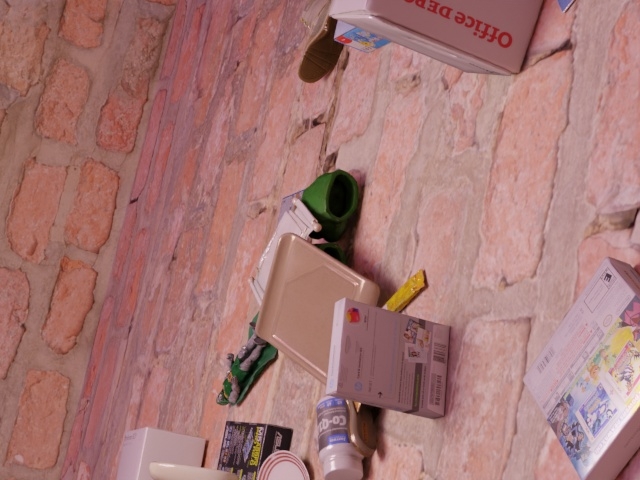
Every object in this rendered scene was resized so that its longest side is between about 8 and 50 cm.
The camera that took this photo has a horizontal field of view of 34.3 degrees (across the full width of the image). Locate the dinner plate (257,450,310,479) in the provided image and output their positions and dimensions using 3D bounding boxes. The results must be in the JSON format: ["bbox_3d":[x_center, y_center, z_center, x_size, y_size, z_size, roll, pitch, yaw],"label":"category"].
[{"bbox_3d":[-0.065,0.458,1.903,0.141,0.017,0.141,-12,72,42],"label":"dinner plate"}]

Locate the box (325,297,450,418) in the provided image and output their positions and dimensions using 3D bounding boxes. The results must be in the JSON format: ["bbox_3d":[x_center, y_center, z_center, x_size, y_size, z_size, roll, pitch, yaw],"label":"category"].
[{"bbox_3d":[0.104,0.178,1.551,0.038,0.186,0.145,-31,48,57],"label":"box"}]

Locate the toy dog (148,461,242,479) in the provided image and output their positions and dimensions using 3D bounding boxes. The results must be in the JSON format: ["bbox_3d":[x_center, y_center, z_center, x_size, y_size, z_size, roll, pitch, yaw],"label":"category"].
[{"bbox_3d":[-0.130,0.608,1.734,0.395,0.284,0.408,3,72,21],"label":"toy dog"}]

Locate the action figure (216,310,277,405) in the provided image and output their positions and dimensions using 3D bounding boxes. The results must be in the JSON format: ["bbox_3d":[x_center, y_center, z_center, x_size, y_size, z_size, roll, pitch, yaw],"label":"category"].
[{"bbox_3d":[-0.172,0.281,2.248,0.232,0.063,0.137,-62,29,32],"label":"action figure"}]

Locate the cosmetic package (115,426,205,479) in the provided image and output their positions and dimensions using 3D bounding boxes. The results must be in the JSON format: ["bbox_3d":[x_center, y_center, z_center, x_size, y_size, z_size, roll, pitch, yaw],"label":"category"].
[{"bbox_3d":[-0.389,0.624,2.374,0.197,0.155,0.366,-30,49,61],"label":"cosmetic package"}]

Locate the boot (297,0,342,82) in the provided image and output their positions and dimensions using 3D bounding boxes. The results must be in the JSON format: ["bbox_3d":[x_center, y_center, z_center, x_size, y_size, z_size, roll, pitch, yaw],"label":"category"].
[{"bbox_3d":[-0.006,-0.467,2.350,0.213,0.077,0.165,-63,26,9],"label":"boot"}]

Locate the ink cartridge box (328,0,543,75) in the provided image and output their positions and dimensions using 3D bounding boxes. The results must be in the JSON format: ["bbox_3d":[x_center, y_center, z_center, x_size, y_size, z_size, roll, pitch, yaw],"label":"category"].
[{"bbox_3d":[0.217,-0.488,1.618,0.166,0.285,0.395,23,95,68],"label":"ink cartridge box"}]

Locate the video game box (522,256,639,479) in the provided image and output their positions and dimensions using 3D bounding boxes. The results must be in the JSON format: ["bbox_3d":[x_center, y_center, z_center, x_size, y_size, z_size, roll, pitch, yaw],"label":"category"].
[{"bbox_3d":[0.340,0.153,1.226,0.205,0.048,0.187,-62,24,25],"label":"video game box"}]

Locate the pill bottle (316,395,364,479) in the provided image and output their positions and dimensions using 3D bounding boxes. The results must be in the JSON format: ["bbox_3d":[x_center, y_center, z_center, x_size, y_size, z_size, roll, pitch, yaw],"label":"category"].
[{"bbox_3d":[0.034,0.333,1.734,0.078,0.078,0.137,-50,33,42],"label":"pill bottle"}]

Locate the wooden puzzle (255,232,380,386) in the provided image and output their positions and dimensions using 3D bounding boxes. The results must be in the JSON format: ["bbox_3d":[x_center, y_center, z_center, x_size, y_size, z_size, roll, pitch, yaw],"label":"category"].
[{"bbox_3d":[-0.005,0.127,1.870,0.238,0.044,0.221,30,113,36],"label":"wooden puzzle"}]

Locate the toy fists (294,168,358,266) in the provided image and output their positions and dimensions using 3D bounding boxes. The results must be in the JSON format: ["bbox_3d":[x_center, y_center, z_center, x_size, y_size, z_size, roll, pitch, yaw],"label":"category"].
[{"bbox_3d":[0.000,0.000,2.011,0.142,0.096,0.279,-17,60,55],"label":"toy fists"}]

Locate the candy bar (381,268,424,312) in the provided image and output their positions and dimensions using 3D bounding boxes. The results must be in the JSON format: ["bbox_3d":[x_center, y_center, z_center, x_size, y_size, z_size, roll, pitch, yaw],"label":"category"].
[{"bbox_3d":[0.129,0.107,1.751,0.161,0.018,0.040,-52,28,40],"label":"candy bar"}]

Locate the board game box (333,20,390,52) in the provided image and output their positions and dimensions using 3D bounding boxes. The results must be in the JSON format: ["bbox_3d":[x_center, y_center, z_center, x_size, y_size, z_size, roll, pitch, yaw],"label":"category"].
[{"bbox_3d":[0.159,-0.554,2.035,0.302,0.086,0.308,-6,69,65],"label":"board game box"}]

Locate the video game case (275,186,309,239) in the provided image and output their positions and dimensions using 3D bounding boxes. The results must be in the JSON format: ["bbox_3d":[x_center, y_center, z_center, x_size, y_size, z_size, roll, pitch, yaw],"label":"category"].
[{"bbox_3d":[-0.054,-0.049,2.256,0.166,0.015,0.119,-17,59,62],"label":"video game case"}]

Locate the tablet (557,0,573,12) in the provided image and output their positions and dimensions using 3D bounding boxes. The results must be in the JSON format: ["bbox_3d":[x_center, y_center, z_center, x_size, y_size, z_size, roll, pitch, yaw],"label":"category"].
[{"bbox_3d":[0.380,-0.384,1.542,0.083,0.006,0.054,-54,30,38],"label":"tablet"}]

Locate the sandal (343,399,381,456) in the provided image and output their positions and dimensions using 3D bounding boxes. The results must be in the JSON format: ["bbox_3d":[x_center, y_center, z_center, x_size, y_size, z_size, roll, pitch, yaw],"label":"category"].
[{"bbox_3d":[0.073,0.270,1.711,0.049,0.072,0.180,-37,42,30],"label":"sandal"}]

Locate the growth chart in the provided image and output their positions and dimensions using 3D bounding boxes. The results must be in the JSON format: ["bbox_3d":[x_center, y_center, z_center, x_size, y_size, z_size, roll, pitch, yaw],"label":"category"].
[{"bbox_3d":[-0.074,0.032,2.001,0.237,0.021,0.172,-60,28,22],"label":"growth chart"}]

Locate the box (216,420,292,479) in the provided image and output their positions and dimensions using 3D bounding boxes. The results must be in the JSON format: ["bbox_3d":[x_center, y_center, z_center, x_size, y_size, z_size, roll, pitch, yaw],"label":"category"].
[{"bbox_3d":[-0.149,0.497,2.050,0.216,0.060,0.270,-16,61,62],"label":"box"}]
